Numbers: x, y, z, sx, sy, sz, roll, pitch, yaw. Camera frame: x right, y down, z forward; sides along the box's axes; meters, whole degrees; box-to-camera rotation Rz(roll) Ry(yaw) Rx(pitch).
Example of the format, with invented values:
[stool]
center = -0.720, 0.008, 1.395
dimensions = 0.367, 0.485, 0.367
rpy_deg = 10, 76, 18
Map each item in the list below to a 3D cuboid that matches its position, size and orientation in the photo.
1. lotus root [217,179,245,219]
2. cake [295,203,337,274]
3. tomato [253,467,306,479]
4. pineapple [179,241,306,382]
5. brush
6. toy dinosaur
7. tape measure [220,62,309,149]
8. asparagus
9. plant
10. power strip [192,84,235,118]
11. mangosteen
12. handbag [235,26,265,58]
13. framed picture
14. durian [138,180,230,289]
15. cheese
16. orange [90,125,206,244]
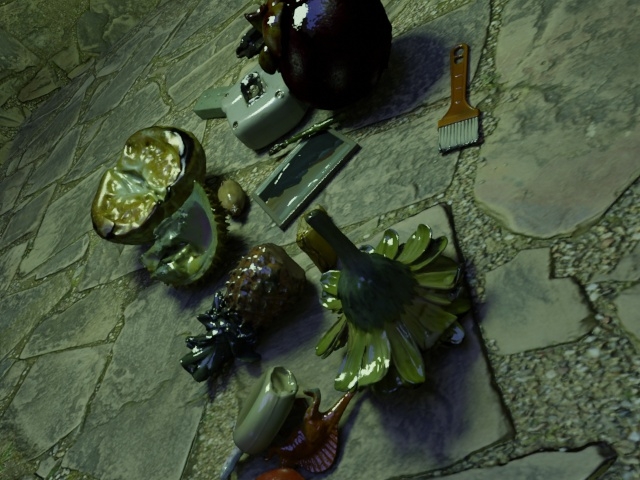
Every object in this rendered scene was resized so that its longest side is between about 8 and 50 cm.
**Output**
[lotus root]
center = -0.227, -0.108, 1.361
dimensions = 0.073, 0.062, 0.150
rpy_deg = -44, 41, 16
[cake]
center = 0.003, -0.003, 1.106
dimensions = 0.079, 0.116, 0.185
rpy_deg = -37, 11, 6
[tomato]
center = -0.077, 0.426, 0.802
dimensions = 0.155, 0.069, 0.156
rpy_deg = -14, 64, 31
[pineapple]
center = -0.160, 0.155, 1.062
dimensions = 0.310, 0.141, 0.170
rpy_deg = -48, 66, 11
[brush]
center = 0.290, -0.312, 1.111
dimensions = 0.090, 0.017, 0.315
rpy_deg = -12, 52, 31
[toy dinosaur]
center = -0.011, 0.318, 0.862
dimensions = 0.212, 0.057, 0.143
rpy_deg = -26, 58, 25
[tape measure]
center = -0.145, -0.397, 1.463
dimensions = 0.258, 0.130, 0.265
rpy_deg = -36, 43, 10
[asparagus]
center = -0.034, -0.269, 1.326
dimensions = 0.248, 0.025, 0.025
rpy_deg = -21, 89, 28
[plant]
center = 0.112, 0.069, 0.844
dimensions = 0.261, 0.297, 0.306
rpy_deg = -5, 31, -3
[power strip]
center = -0.297, -0.442, 1.681
dimensions = 0.287, 0.053, 0.093
rpy_deg = 7, 65, 44
[mangosteen]
center = -0.007, -0.468, 1.238
dimensions = 0.346, 0.307, 0.307
rpy_deg = 9, 60, 3
[handbag]
center = -0.104, -0.642, 1.578
dimensions = 0.285, 0.114, 0.257
rpy_deg = -1, 38, 40
[framed picture]
center = -0.045, -0.165, 1.284
dimensions = 0.265, 0.018, 0.192
rpy_deg = -48, 40, 1
[durian]
center = -0.321, 0.013, 1.273
dimensions = 0.306, 0.166, 0.172
rpy_deg = -36, 39, 28
[cheese]
center = -0.116, 0.325, 0.917
dimensions = 0.228, 0.064, 0.137
rpy_deg = -59, 4, 15
[orange]
center = -0.460, -0.142, 1.467
dimensions = 0.270, 0.210, 0.369
rpy_deg = 32, 83, 25
